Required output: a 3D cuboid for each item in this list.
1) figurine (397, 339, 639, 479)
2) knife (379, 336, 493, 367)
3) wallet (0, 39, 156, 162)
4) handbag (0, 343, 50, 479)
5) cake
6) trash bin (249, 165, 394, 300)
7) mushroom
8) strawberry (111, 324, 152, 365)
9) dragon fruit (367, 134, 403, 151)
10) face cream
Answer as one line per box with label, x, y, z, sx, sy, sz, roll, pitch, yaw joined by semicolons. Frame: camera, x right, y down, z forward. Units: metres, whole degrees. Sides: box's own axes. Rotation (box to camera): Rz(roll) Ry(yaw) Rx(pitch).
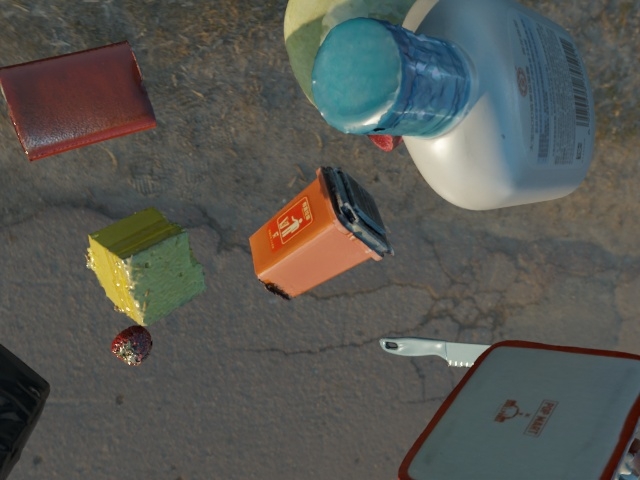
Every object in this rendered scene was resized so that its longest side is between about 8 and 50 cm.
figurine;0.204;0.234;0.536;0.183;0.160;0.226;-40;116;-35
knife;0.212;0.182;1.026;0.019;0.313;0.045;1;85;-42
wallet;-0.371;-0.217;0.975;0.204;0.045;0.142;-22;100;-25
handbag;-0.471;0.169;0.762;0.088;0.244;0.275;-39;108;2
cake;-0.490;0.053;1.732;0.227;0.286;0.223;-30;129;-35
trash bin;0.000;0.000;1.191;0.238;0.161;0.184;-35;135;21
mushroom;0.108;-0.361;1.129;0.351;0.260;0.352;0;113;0
strawberry;-0.387;0.215;1.315;0.083;0.096;0.083;0;100;-1
dragon fruit;0.187;-0.372;1.898;0.162;0.262;0.189;-22;137;-26
face cream;0.119;-0.103;0.462;0.336;0.080;0.163;-11;93;-52
